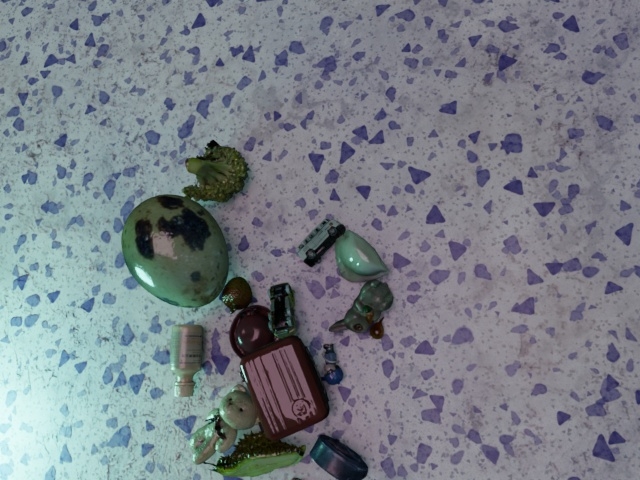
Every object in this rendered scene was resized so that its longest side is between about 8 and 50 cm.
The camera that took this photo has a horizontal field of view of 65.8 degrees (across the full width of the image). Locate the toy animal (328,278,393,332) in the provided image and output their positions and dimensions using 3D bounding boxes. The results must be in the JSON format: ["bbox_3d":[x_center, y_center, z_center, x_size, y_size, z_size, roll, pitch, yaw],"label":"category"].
[{"bbox_3d":[0.140,0.248,1.689,0.251,0.127,0.125,-48,51,19],"label":"toy animal"}]

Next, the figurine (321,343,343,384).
[{"bbox_3d":[0.041,0.424,1.692,0.079,0.077,0.136,6,69,-1],"label":"figurine"}]

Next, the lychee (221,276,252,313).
[{"bbox_3d":[-0.302,0.198,1.788,0.114,0.114,0.146,-6,48,11],"label":"lychee"}]

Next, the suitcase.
[{"bbox_3d":[-0.116,0.480,1.631,0.236,0.161,0.297,-23,80,0],"label":"suitcase"}]

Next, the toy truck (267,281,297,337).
[{"bbox_3d":[-0.125,0.252,1.727,0.085,0.116,0.191,-15,51,10],"label":"toy truck"}]

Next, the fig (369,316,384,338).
[{"bbox_3d":[0.199,0.297,1.691,0.050,0.050,0.083,21,70,16],"label":"fig"}]

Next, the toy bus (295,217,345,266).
[{"bbox_3d":[0.000,0.000,1.780,0.194,0.087,0.089,-46,63,1],"label":"toy bus"}]

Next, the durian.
[{"bbox_3d":[-0.218,0.717,1.655,0.375,0.106,0.132,-15,108,14],"label":"durian"}]

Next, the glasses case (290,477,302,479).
[{"bbox_3d":[-0.099,0.886,1.626,0.073,0.049,0.194,18,83,15],"label":"glasses case"}]

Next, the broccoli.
[{"bbox_3d":[-0.419,-0.262,1.847,0.263,0.243,0.247,-15,81,16],"label":"broccoli"}]

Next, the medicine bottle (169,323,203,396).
[{"bbox_3d":[-0.484,0.430,1.779,0.114,0.114,0.252,-2,77,12],"label":"medicine bottle"}]

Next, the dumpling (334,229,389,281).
[{"bbox_3d":[0.139,0.068,1.736,0.216,0.149,0.105,40,50,11],"label":"dumpling"}]

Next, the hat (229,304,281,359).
[{"bbox_3d":[-0.238,0.331,1.758,0.205,0.089,0.205,-3,77,12],"label":"hat"}]

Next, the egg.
[{"bbox_3d":[-0.506,0.041,1.749,0.345,0.345,0.428,-30,81,5],"label":"egg"}]

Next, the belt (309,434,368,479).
[{"bbox_3d":[0.063,0.701,1.582,0.190,0.141,0.082,29,88,16],"label":"belt"}]

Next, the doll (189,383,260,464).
[{"bbox_3d":[-0.339,0.626,1.673,0.278,0.149,0.175,-44,62,-6],"label":"doll"}]
